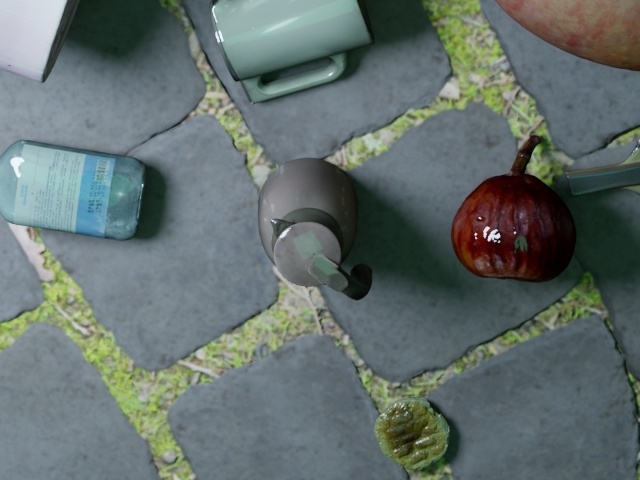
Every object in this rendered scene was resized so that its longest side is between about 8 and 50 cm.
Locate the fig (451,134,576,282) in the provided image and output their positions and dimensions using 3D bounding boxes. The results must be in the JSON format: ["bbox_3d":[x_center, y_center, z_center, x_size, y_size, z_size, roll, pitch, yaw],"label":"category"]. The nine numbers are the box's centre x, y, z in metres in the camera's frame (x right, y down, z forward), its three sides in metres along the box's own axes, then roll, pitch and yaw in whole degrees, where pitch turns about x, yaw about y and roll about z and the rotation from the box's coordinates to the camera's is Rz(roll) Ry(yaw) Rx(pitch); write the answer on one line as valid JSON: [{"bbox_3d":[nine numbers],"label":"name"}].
[{"bbox_3d":[0.209,-0.018,1.963,0.128,0.128,0.150,40,97,-10],"label":"fig"}]

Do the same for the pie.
[{"bbox_3d":[0.099,0.209,2.076,0.084,0.020,0.084,0,105,0],"label":"pie"}]

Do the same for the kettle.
[{"bbox_3d":[-0.027,-0.216,1.928,0.148,0.127,0.098,-19,73,8],"label":"kettle"}]

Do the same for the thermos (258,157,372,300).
[{"bbox_3d":[0.000,0.000,1.928,0.105,0.193,0.137,-43,102,10],"label":"thermos"}]

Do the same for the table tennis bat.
[{"bbox_3d":[0.365,-0.076,1.997,0.220,0.019,0.130,-10,106,1],"label":"table tennis bat"}]

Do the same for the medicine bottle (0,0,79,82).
[{"bbox_3d":[-0.412,-0.300,1.833,0.378,0.213,0.213,20,105,-6],"label":"medicine bottle"}]

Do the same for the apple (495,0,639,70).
[{"bbox_3d":[0.310,-0.311,1.801,0.345,0.269,0.345,0,105,1],"label":"apple"}]

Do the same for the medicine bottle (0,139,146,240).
[{"bbox_3d":[-0.287,-0.056,1.984,0.208,0.054,0.090,9,107,-1],"label":"medicine bottle"}]
